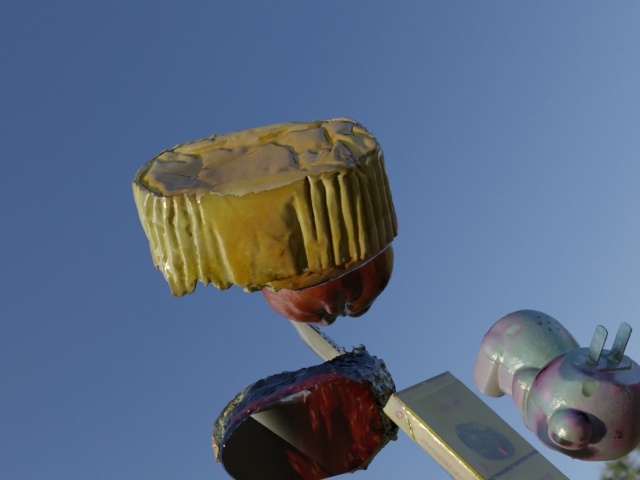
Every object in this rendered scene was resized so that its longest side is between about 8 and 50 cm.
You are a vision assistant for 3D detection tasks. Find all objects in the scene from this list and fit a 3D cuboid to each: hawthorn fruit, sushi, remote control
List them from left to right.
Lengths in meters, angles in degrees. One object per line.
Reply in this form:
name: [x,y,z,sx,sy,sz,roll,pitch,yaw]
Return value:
sushi: [-0.013,0.225,1.161,0.225,0.136,0.126,-24,0,15]
remote control: [-0.021,0.189,1.893,0.044,0.229,0.073,-49,7,4]
hawthorn fruit: [0.000,0.000,1.487,0.224,0.260,0.224,-14,-10,-3]

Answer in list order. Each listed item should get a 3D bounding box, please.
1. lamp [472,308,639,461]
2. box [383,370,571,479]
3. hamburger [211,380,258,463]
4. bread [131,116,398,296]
lamp: [0.418,0.221,1.570,0.247,0.301,0.247,2,-66,-30]
box: [0.129,0.166,0.730,0.087,0.155,0.023,-13,-43,-49]
hamburger: [-0.179,0.474,2.350,0.283,0.144,0.156,-44,-34,-52]
bread: [-0.051,-0.031,0.933,0.250,0.179,0.133,-13,-61,-4]
